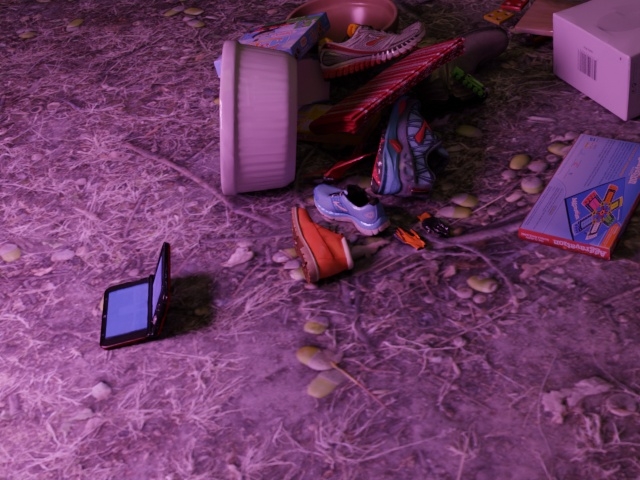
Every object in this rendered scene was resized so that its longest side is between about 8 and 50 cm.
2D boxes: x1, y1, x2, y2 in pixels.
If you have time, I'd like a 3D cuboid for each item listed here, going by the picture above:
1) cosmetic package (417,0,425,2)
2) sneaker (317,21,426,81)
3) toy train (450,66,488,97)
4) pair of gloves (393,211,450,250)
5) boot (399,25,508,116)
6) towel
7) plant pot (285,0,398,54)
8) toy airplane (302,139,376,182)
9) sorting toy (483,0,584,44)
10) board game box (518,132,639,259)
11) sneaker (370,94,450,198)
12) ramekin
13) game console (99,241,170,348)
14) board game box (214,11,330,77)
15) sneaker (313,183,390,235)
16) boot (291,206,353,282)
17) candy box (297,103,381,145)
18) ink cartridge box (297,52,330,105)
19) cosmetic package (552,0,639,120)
[{"bbox_3d":[0.218,-0.663,2.215,0.085,0.117,0.231,-19,38,-9],"label":"cosmetic package"},{"bbox_3d":[0.100,-0.382,1.799,0.225,0.092,0.088,-21,8,-14],"label":"sneaker"},{"bbox_3d":[0.279,-0.297,1.749,0.083,0.017,0.023,40,93,21],"label":"toy train"},{"bbox_3d":[0.163,-0.014,1.509,0.083,0.010,0.074,-26,39,-22],"label":"pair of gloves"},{"bbox_3d":[0.284,-0.319,1.821,0.246,0.083,0.161,-21,50,-10],"label":"boot"},{"bbox_3d":[0.117,-0.275,1.692,0.275,0.031,0.199,-37,17,-16],"label":"towel"},{"bbox_3d":[0.049,-0.421,1.960,0.237,0.109,0.237,-6,40,5],"label":"plant pot"},{"bbox_3d":[0.041,-0.134,1.645,0.151,0.028,0.151,-26,15,7],"label":"toy airplane"},{"bbox_3d":[0.481,-0.447,1.940,0.274,0.046,0.132,15,45,28],"label":"sorting toy"},{"bbox_3d":[0.441,-0.078,1.510,0.145,0.027,0.281,14,45,30],"label":"board game box"},{"bbox_3d":[0.163,-0.154,1.637,0.125,0.104,0.262,15,44,1],"label":"sneaker"},{"bbox_3d":[-0.105,-0.211,1.626,0.127,0.273,0.273,1,39,-3],"label":"ramekin"},{"bbox_3d":[-0.284,0.082,1.440,0.085,0.124,0.144,10,36,-17],"label":"game console"},{"bbox_3d":[-0.088,-0.375,1.789,0.160,0.039,0.211,-5,29,23],"label":"board game box"},{"bbox_3d":[0.050,-0.070,1.553,0.063,0.073,0.162,-37,41,-29],"label":"sneaker"},{"bbox_3d":[0.000,0.000,1.498,0.085,0.059,0.158,-14,47,-9],"label":"boot"},{"bbox_3d":[0.003,-0.225,1.793,0.206,0.027,0.105,9,42,23],"label":"candy box"},{"bbox_3d":[-0.062,-0.326,1.858,0.092,0.090,0.143,-17,26,-41],"label":"ink cartridge box"},{"bbox_3d":[0.588,-0.357,1.731,0.225,0.138,0.224,-23,40,-12],"label":"cosmetic package"}]
